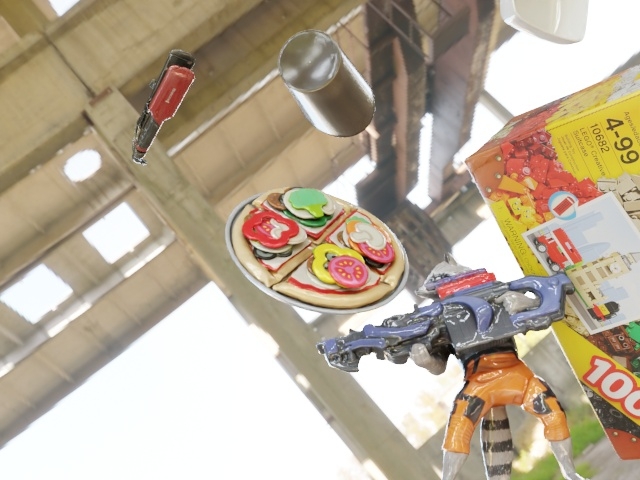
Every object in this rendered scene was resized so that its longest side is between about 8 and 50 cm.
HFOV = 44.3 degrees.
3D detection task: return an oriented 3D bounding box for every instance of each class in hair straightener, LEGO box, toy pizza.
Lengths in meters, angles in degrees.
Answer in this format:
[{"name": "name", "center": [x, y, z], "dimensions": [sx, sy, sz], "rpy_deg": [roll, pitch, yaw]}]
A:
[{"name": "hair straightener", "center": [-0.248, -0.206, 1.222], "dimensions": [0.047, 0.089, 0.230], "rpy_deg": [13, -44, -21]}, {"name": "LEGO box", "center": [0.482, 0.018, 1.023], "dimensions": [0.372, 0.500, 0.193], "rpy_deg": [-21, 13, 44]}, {"name": "toy pizza", "center": [0.000, 0.000, 0.833], "dimensions": [0.201, 0.201, 0.032], "rpy_deg": [-25, -36, -42]}]

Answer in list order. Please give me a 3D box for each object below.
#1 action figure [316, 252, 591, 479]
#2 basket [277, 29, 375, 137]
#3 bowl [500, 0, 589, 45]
[{"name": "action figure", "center": [0.177, 0.178, 1.050], "dimensions": [0.341, 0.330, 0.178], "rpy_deg": [-9, -28, 6]}, {"name": "basket", "center": [0.004, -0.330, 1.616], "dimensions": [0.154, 0.204, 0.227], "rpy_deg": [-42, -16, 5]}, {"name": "bowl", "center": [0.304, -0.344, 1.091], "dimensions": [0.142, 0.142, 0.053], "rpy_deg": [13, -13, -28]}]
